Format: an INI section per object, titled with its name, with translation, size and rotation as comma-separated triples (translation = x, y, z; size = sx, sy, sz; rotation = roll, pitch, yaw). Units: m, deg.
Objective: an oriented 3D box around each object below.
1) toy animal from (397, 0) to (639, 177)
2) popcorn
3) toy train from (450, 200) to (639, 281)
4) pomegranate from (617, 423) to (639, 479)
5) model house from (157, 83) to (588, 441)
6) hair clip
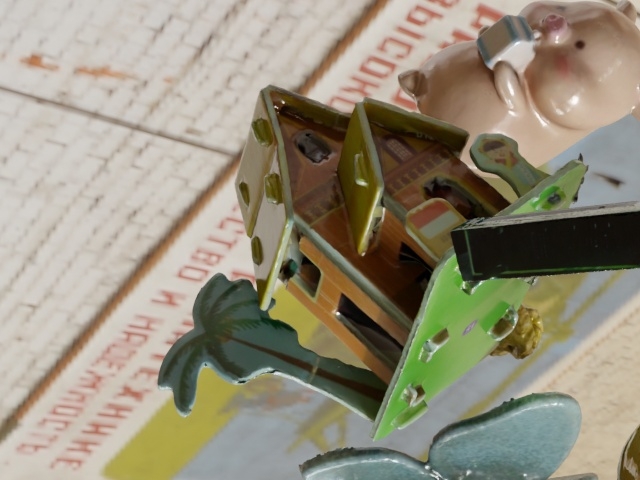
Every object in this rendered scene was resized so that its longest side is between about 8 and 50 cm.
[toy animal]
translation = 0.255, -0.195, 1.683
size = 0.256, 0.213, 0.195
rotation = -31, -129, 29
[popcorn]
translation = 0.204, 0.082, 1.515
size = 0.084, 0.084, 0.084
rotation = -16, -112, 45
[toy train]
translation = 0.197, -0.003, 1.041
size = 0.209, 0.042, 0.044
rotation = -6, -74, 39
[pomegranate]
translation = 0.355, 0.220, 1.162
size = 0.233, 0.233, 0.233
rotation = -16, -112, 45
[model house]
translation = 0.000, 0.000, 1.326
size = 0.323, 0.340, 0.300
rotation = 43, -34, 22
[hair clip]
translation = 0.161, 0.352, 1.553
size = 0.318, 0.392, 0.238
rotation = -10, -114, 9
